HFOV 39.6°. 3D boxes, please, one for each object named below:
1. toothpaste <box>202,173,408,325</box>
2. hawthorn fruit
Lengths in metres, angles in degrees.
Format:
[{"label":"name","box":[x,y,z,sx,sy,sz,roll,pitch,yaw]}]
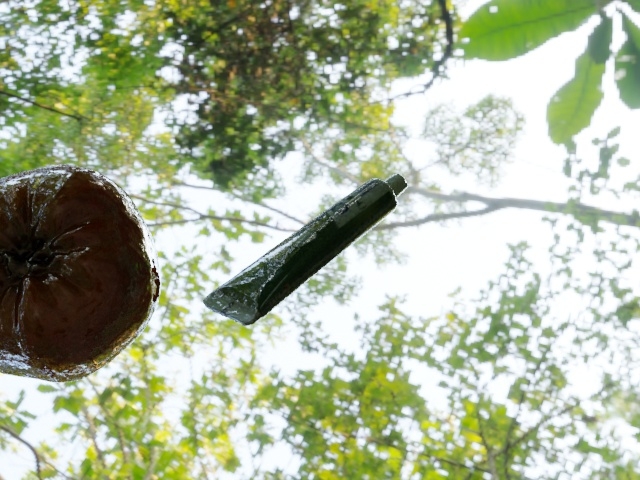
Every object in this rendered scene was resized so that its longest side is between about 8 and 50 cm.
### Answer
[{"label":"toothpaste","box":[0.000,0.000,0.657,0.204,0.049,0.031,-37,-47,-36]},{"label":"hawthorn fruit","box":[-0.154,0.017,0.510,0.125,0.140,0.125,-1,-74,-4]}]
